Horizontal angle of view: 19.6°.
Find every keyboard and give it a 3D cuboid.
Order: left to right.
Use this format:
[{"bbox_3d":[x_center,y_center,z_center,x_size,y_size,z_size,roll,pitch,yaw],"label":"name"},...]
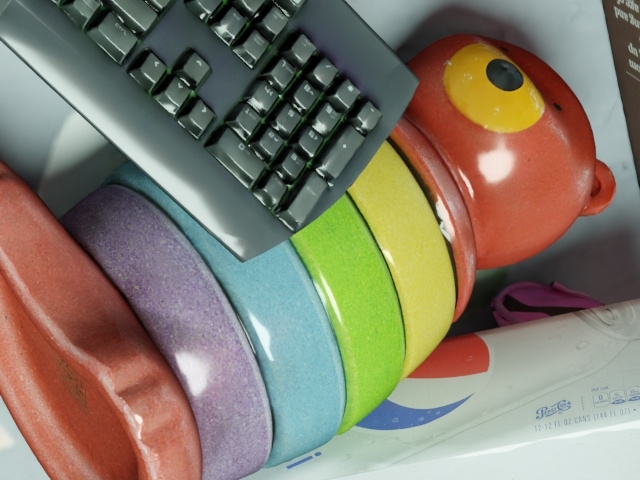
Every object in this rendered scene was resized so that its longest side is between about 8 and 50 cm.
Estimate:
[{"bbox_3d":[-0.076,-0.158,0.713,0.317,0.033,0.201,44,58,-18],"label":"keyboard"}]

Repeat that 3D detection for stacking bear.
[{"bbox_3d":[0.000,0.000,0.828,0.289,0.175,0.164,-29,152,-23],"label":"stacking bear"}]

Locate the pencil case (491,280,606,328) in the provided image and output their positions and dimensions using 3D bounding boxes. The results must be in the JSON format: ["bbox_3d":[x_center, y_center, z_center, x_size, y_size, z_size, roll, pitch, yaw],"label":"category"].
[{"bbox_3d":[0.114,0.123,0.988,0.095,0.098,0.209,16,114,15],"label":"pencil case"}]

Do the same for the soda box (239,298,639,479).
[{"bbox_3d":[0.055,0.110,0.877,0.286,0.091,0.098,-13,123,10],"label":"soda box"}]

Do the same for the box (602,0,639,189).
[{"bbox_3d":[0.272,0.013,0.949,0.143,0.191,0.381,-25,124,-14],"label":"box"}]
